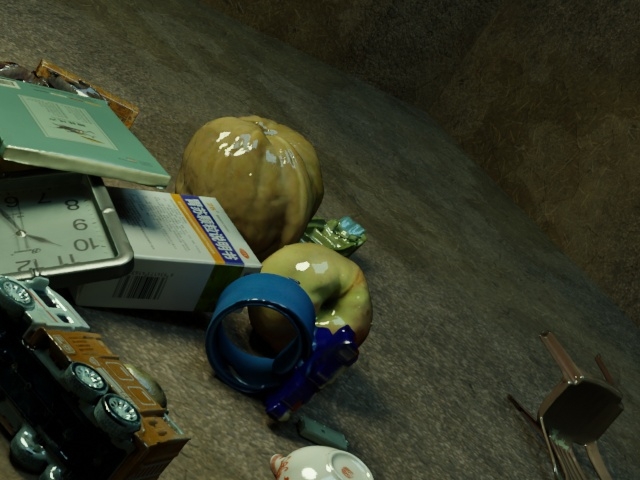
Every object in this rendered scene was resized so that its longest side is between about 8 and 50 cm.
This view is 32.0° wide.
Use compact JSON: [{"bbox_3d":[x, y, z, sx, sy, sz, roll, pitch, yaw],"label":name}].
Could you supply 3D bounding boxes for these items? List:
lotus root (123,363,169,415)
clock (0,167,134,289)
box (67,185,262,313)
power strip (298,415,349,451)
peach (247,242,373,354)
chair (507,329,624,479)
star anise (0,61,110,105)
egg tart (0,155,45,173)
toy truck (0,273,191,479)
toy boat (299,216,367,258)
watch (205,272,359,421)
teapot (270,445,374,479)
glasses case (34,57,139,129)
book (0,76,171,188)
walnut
[{"bbox_3d":[-0.241,0.205,1.504,0.099,0.049,0.054,41,17,2],"label":"lotus root"},{"bbox_3d":[-0.424,-0.012,1.577,0.273,0.049,0.279,-9,38,-20],"label":"clock"},{"bbox_3d":[-0.272,0.012,1.778,0.299,0.106,0.200,7,32,-38],"label":"box"},{"bbox_3d":[0.003,0.302,1.731,0.090,0.016,0.040,29,18,-19],"label":"power strip"},{"bbox_3d":[-0.024,0.105,1.898,0.232,0.232,0.232,31,19,-11],"label":"peach"},{"bbox_3d":[0.513,0.358,2.209,0.176,0.183,0.326,25,19,-25],"label":"chair"},{"bbox_3d":[-0.541,-0.274,2.091,0.283,0.129,0.212,19,16,-18],"label":"star anise"},{"bbox_3d":[-0.482,-0.139,1.864,0.288,0.118,0.288,27,21,-12],"label":"egg tart"},{"bbox_3d":[-0.304,0.177,1.338,0.305,0.136,0.162,44,13,20],"label":"toy truck"},{"bbox_3d":[-0.003,0.004,2.379,0.111,0.084,0.276,44,23,18],"label":"toy boat"},{"bbox_3d":[-0.071,0.150,1.713,0.200,0.196,0.171,41,12,-12],"label":"watch"},{"bbox_3d":[0.020,0.357,1.510,0.159,0.116,0.245,32,21,-44],"label":"teapot"},{"bbox_3d":[-0.486,-0.288,2.280,0.218,0.075,0.049,26,18,-23],"label":"glasses case"},{"bbox_3d":[-0.416,-0.183,1.782,0.264,0.031,0.379,9,20,-30],"label":"book"},{"bbox_3d":[-0.133,-0.096,2.101,0.285,0.285,0.296,40,30,17],"label":"walnut"}]
